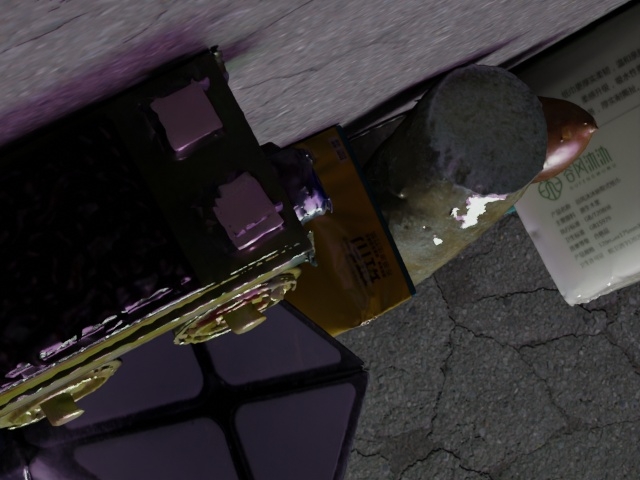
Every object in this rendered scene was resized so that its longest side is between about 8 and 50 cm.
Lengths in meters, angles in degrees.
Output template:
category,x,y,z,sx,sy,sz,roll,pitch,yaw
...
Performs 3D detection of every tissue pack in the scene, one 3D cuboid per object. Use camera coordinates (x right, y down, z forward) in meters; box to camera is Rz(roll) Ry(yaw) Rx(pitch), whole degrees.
category,x,y,z,sx,sy,sz,roll,pitch,yaw
tissue pack,0.000,0.000,1.619,0.082,0.169,0.120,-22,177,-30
tissue pack,0.375,-0.120,1.913,0.356,0.266,0.194,-28,177,36

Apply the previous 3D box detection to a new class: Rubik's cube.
category,x,y,z,sx,sy,sz,roll,pitch,yaw
Rubik's cube,-0.148,0.156,1.320,0.259,0.255,0.260,-25,-145,41

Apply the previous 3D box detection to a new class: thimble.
category,x,y,z,sx,sy,sz,roll,pitch,yaw
thimble,0.068,-0.067,1.826,0.115,0.090,0.102,-28,178,5

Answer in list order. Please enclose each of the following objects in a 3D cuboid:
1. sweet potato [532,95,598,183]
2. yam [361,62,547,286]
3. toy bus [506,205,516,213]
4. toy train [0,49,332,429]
category,x,y,z,sx,sy,sz,roll,pitch,yaw
sweet potato,0.125,-0.088,1.916,0.385,0.109,0.109,-14,-173,43
yam,0.070,-0.022,1.701,0.133,0.133,0.330,-24,165,-49
toy bus,0.291,-0.133,2.188,0.256,0.147,0.128,-26,176,-34
toy train,-0.122,0.008,0.979,0.261,0.134,0.177,-27,169,-3
